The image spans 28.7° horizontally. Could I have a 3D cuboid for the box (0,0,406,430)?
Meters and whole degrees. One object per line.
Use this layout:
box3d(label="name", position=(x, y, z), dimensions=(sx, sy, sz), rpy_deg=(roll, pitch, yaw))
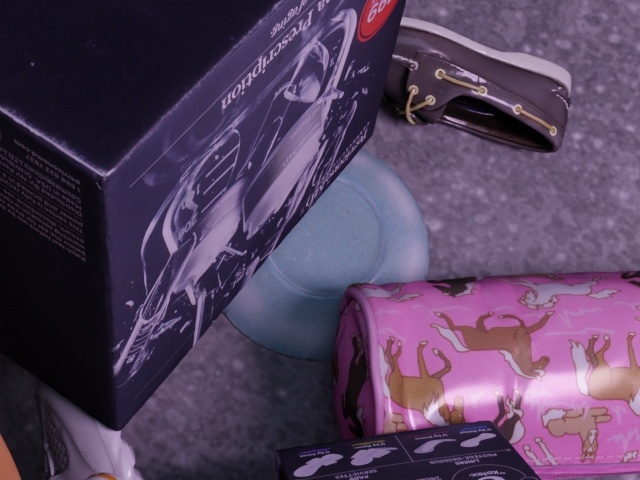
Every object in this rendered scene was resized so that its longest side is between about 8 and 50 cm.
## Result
box3d(label="box", position=(-0.099, -0.104, 0.838), dimensions=(0.179, 0.312, 0.343), rpy_deg=(33, 60, 12))

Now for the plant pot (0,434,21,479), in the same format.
box3d(label="plant pot", position=(-0.329, 0.168, 0.793), dimensions=(0.203, 0.291, 0.291), rpy_deg=(-37, 85, -35))

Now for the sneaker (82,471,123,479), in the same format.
box3d(label="sneaker", position=(-0.078, 0.286, 0.779), dimensions=(0.321, 0.126, 0.127), rpy_deg=(54, 47, -9))

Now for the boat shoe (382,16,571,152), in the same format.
box3d(label="boat shoe", position=(0.104, -0.130, 1.053), dimensions=(0.227, 0.081, 0.069), rpy_deg=(12, 69, -11))

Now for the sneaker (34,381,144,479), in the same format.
box3d(label="sneaker", position=(-0.175, 0.229, 0.882), dimensions=(0.115, 0.105, 0.281), rpy_deg=(-10, 78, -15))

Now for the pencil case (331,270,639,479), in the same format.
box3d(label="pencil case", position=(0.195, 0.109, 0.968), dimensions=(0.386, 0.167, 0.160), rpy_deg=(0, 106, -11))

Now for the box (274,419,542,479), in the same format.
box3d(label="box", position=(0.064, 0.265, 0.815), dimensions=(0.163, 0.142, 0.247), rpy_deg=(-7, 103, -10))

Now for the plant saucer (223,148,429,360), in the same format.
box3d(label="plant saucer", position=(0.000, 0.000, 1.019), dimensions=(0.195, 0.037, 0.195), rpy_deg=(3, 75, -11))
